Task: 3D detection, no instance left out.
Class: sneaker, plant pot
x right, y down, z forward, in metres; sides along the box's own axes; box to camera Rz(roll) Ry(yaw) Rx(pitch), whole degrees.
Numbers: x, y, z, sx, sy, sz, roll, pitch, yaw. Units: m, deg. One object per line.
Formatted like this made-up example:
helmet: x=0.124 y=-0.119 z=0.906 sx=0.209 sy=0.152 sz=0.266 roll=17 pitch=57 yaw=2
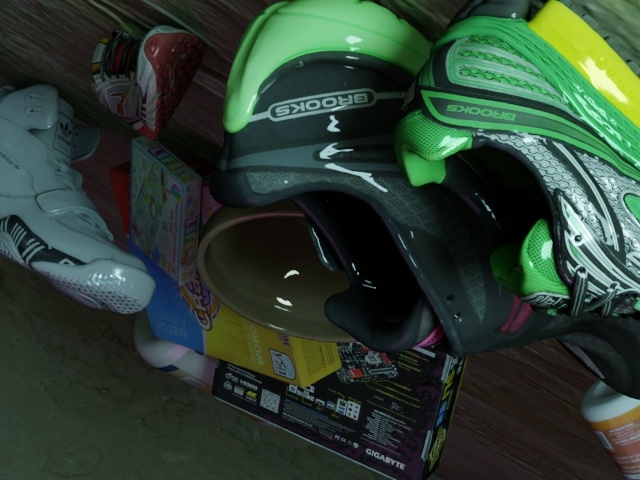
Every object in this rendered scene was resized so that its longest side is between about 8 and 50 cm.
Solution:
sneaker: x=0.105 y=0.011 z=0.916 sx=0.483 sy=0.202 sz=0.185 roll=33 pitch=166 yaw=-26
sneaker: x=-0.315 y=-0.062 z=1.414 sx=0.366 sy=0.210 sz=0.137 roll=23 pitch=167 yaw=28
sneaker: x=0.182 y=0.010 z=0.714 sx=0.343 sy=0.146 sz=0.134 roll=40 pitch=157 yaw=-1
sneaker: x=-0.169 y=-0.148 z=1.078 sx=0.093 sy=0.088 sz=0.225 roll=30 pitch=167 yaw=-11
plant pot: x=0.000 y=0.000 z=1.208 sx=0.237 sy=0.110 sz=0.237 roll=9 pitch=146 yaw=6

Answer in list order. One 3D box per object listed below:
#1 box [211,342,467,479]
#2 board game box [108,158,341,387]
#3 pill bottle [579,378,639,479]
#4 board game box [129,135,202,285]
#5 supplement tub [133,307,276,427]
box: x=0.023 y=0.142 z=1.521 sx=0.322 sy=0.257 sz=0.079 roll=20 pitch=-155 yaw=21
board game box: x=-0.122 y=0.028 z=1.433 sx=0.316 sy=0.064 sz=0.242 roll=11 pitch=120 yaw=49
pill bottle: x=0.385 y=0.233 z=1.270 sx=0.216 sy=0.121 sz=0.121 roll=55 pitch=163 yaw=-5
board game box: x=-0.184 y=-0.035 z=1.391 sx=0.103 sy=0.026 sz=0.154 roll=39 pitch=138 yaw=31
supplement tub: x=-0.095 y=0.144 z=1.776 sx=0.316 sy=0.228 sz=0.228 roll=33 pitch=166 yaw=-27
